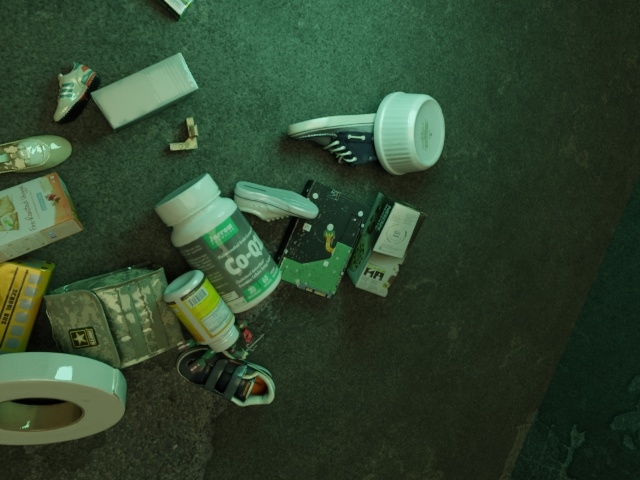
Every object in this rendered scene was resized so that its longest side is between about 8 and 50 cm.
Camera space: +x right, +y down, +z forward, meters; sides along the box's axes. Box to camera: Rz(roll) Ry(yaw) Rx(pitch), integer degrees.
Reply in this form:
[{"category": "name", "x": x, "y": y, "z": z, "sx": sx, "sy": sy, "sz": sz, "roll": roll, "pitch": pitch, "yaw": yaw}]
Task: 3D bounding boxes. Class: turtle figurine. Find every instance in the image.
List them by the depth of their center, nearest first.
[{"category": "turtle figurine", "x": -0.296, "y": 0.286, "z": 1.235, "sx": 0.234, "sy": 0.118, "sz": 0.175, "roll": -27, "pitch": 74, "yaw": -17}]

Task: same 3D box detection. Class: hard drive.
[{"category": "hard drive", "x": 0.000, "y": 0.000, "z": 1.371, "sx": 0.237, "sy": 0.064, "sz": 0.338, "roll": 22, "pitch": 89, "yaw": -26}]

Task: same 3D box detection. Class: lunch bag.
[{"category": "lunch bag", "x": -0.539, "y": 0.206, "z": 1.092, "sx": 0.287, "sy": 0.169, "sz": 0.235, "roll": -19, "pitch": 107, "yaw": -31}]

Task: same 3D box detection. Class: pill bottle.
[{"category": "pill bottle", "x": -0.308, "y": 0.191, "z": 1.104, "sx": 0.117, "sy": 0.117, "sz": 0.214, "roll": -35, "pitch": 113, "yaw": -15}, {"category": "pill bottle", "x": -0.283, "y": 0.010, "z": 1.167, "sx": 0.204, "sy": 0.204, "sz": 0.361, "roll": -37, "pitch": 112, "yaw": -14}]

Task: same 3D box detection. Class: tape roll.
[{"category": "tape roll", "x": -0.681, "y": 0.393, "z": 1.012, "sx": 0.393, "sy": 0.072, "sz": 0.391, "roll": -9, "pitch": 139, "yaw": -8}]

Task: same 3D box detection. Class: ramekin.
[{"category": "ramekin", "x": 0.300, "y": -0.347, "z": 1.355, "sx": 0.273, "sy": 0.127, "sz": 0.272, "roll": -12, "pitch": 106, "yaw": -48}]

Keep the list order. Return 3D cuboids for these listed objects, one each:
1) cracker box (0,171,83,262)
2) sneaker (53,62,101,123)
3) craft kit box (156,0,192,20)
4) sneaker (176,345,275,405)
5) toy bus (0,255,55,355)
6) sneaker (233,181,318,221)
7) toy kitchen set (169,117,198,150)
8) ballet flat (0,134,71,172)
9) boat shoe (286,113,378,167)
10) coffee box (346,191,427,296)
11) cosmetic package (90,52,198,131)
[{"category": "cracker box", "x": -0.716, "y": -0.050, "z": 0.994, "sx": 0.232, "sy": 0.067, "sz": 0.155, "roll": -27, "pitch": 66, "yaw": -17}, {"category": "sneaker", "x": -0.624, "y": -0.368, "z": 1.038, "sx": 0.075, "sy": 0.057, "sz": 0.161, "roll": 34, "pitch": 86, "yaw": -9}, {"category": "craft kit box", "x": -0.391, "y": -0.755, "z": 1.067, "sx": 0.250, "sy": 0.061, "sz": 0.246, "roll": 37, "pitch": 81, "yaw": -25}, {"category": "sneaker", "x": -0.280, "y": 0.421, "z": 1.289, "sx": 0.321, "sy": 0.127, "sz": 0.126, "roll": 23, "pitch": 91, "yaw": -24}, {"category": "toy bus", "x": -0.785, "y": 0.205, "z": 1.034, "sx": 0.130, "sy": 0.108, "sz": 0.332, "roll": 18, "pitch": 91, "yaw": -27}, {"category": "sneaker", "x": -0.137, "y": -0.103, "z": 1.263, "sx": 0.258, "sy": 0.094, "sz": 0.091, "roll": 17, "pitch": 122, "yaw": -4}, {"category": "toy kitchen set", "x": -0.379, "y": -0.293, "z": 1.146, "sx": 0.075, "sy": 0.068, "sz": 0.083, "roll": -11, "pitch": 103, "yaw": -22}, {"category": "ballet flat", "x": -0.735, "y": -0.198, "z": 0.997, "sx": 0.249, "sy": 0.086, "sz": 0.086, "roll": -19, "pitch": 106, "yaw": -20}, {"category": "boat shoe", "x": 0.062, "y": -0.303, "z": 1.303, "sx": 0.341, "sy": 0.127, "sz": 0.158, "roll": -13, "pitch": 102, "yaw": -26}, {"category": "coffee box", "x": 0.204, "y": 0.008, "z": 1.365, "sx": 0.119, "sy": 0.168, "sz": 0.297, "roll": 20, "pitch": 104, "yaw": -15}, {"category": "cosmetic package", "x": -0.448, "y": -0.375, "z": 1.070, "sx": 0.238, "sy": 0.127, "sz": 0.107, "roll": -31, "pitch": 111, "yaw": -18}]
